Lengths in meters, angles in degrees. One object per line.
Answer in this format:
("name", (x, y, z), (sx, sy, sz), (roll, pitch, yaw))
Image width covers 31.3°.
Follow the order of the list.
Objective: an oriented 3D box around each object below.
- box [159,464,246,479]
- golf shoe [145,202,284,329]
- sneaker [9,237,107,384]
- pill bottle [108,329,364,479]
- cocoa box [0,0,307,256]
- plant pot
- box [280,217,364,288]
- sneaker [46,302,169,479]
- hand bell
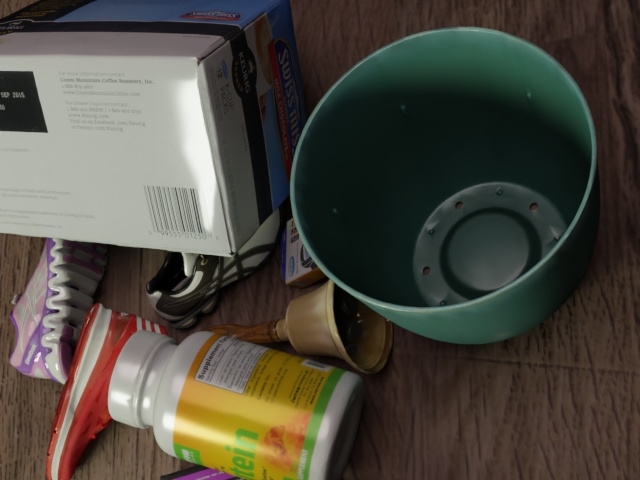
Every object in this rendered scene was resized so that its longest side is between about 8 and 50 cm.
("box", (-0.107, 0.316, 1.222), (0.116, 0.029, 0.162), (-18, 60, 12))
("golf shoe", (-0.122, 0.014, 1.327), (0.077, 0.094, 0.198), (36, 82, 32))
("sneaker", (-0.328, 0.066, 1.392), (0.104, 0.095, 0.237), (-11, 64, 26))
("pill bottle", (-0.089, 0.173, 1.189), (0.245, 0.136, 0.136), (15, 73, 13))
("cocoa box", (-0.215, -0.145, 1.311), (0.347, 0.232, 0.228), (5, 29, 24))
("plant pot", (0.146, -0.026, 1.153), (0.293, 0.235, 0.293), (-9, 64, 18))
("box", (0.000, 0.000, 1.292), (0.136, 0.028, 0.081), (-30, 51, 50))
("sneaker", (-0.230, 0.188, 1.297), (0.087, 0.128, 0.221), (-107, 35, -66))
("hand bell", (-0.054, 0.104, 1.271), (0.242, 0.126, 0.126), (-14, 62, 30))
